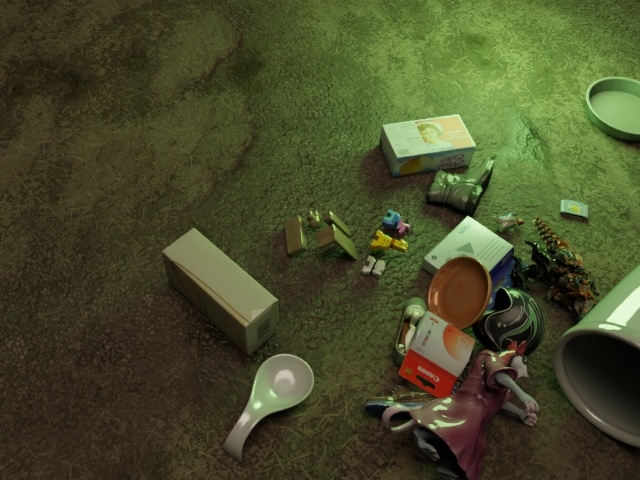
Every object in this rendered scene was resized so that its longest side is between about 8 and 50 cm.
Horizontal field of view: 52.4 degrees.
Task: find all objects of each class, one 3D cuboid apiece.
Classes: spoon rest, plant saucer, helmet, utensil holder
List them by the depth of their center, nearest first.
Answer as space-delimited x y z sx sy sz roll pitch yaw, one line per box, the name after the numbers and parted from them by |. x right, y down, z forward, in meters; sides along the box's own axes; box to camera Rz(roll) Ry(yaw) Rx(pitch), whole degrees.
-0.122 0.376 1.507 0.137 0.084 0.276 29 57 17 | spoon rest
0.797 0.241 1.526 0.385 0.328 0.327 -33 62 -28 | utensil holder
0.477 0.207 1.625 0.161 0.169 0.169 -37 62 -7 | helmet
0.362 0.139 1.676 0.037 0.200 0.200 23 44 -35 | plant saucer

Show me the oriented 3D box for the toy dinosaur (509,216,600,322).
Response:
0.640 0.083 1.770 0.218 0.165 0.322 3 33 -21 | toy dinosaur

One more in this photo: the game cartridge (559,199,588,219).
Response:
0.767 -0.096 1.966 0.083 0.017 0.056 13 50 6 | game cartridge

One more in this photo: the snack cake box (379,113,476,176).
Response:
0.333 -0.300 2.044 0.264 0.089 0.152 -9 52 -11 | snack cake box

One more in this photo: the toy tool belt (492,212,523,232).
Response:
0.549 -0.062 1.903 0.083 0.052 0.051 -17 64 -17 | toy tool belt

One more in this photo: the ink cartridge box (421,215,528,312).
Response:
0.433 0.061 1.805 0.224 0.045 0.223 37 59 21 | ink cartridge box

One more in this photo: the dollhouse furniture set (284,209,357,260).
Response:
0.000 0.000 1.834 0.151 0.123 0.144 -25 50 21 | dollhouse furniture set

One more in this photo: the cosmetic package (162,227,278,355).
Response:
-0.250 0.128 1.638 0.309 0.160 0.113 37 59 23 | cosmetic package

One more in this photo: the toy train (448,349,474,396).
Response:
0.346 0.332 1.607 0.036 0.027 0.158 17 53 13 | toy train

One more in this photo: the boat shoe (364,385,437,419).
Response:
0.191 0.384 1.540 0.183 0.066 0.066 8 47 -10 | boat shoe

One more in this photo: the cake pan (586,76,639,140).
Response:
1.048 -0.447 2.225 0.292 0.054 0.293 2 53 -2 | cake pan

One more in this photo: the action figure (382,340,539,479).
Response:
0.349 0.365 1.478 0.275 0.248 0.370 25 61 26 | action figure

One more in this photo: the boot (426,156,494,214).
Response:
0.426 -0.191 1.978 0.161 0.084 0.247 21 53 19 | boot

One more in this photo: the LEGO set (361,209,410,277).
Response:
0.201 0.003 1.808 0.093 0.087 0.227 21 56 12 | LEGO set

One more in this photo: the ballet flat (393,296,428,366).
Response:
0.238 0.222 1.657 0.072 0.068 0.213 16 53 8 | ballet flat

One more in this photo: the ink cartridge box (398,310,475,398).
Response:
0.284 0.279 1.576 0.145 0.045 0.179 31 52 -3 | ink cartridge box
